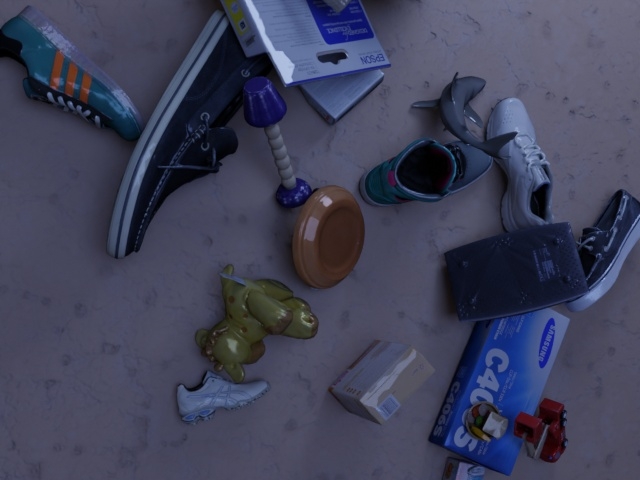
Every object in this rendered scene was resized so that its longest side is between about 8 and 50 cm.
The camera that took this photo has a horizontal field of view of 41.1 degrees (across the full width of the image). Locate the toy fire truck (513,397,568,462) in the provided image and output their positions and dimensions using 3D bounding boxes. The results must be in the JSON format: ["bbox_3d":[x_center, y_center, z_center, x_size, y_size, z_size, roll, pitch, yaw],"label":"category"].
[{"bbox_3d":[0.444,0.392,1.716,0.135,0.047,0.192,-42,134,-35],"label":"toy fire truck"}]

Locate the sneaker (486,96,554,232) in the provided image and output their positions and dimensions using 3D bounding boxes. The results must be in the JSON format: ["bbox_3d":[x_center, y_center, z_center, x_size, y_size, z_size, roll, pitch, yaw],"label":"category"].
[{"bbox_3d":[0.428,-0.154,1.762,0.111,0.129,0.297,-13,90,-16],"label":"sneaker"}]

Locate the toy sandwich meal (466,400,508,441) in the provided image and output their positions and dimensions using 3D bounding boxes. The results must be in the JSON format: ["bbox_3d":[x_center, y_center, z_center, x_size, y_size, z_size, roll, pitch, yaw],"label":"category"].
[{"bbox_3d":[0.325,0.356,1.672,0.086,0.029,0.085,1,87,-18],"label":"toy sandwich meal"}]

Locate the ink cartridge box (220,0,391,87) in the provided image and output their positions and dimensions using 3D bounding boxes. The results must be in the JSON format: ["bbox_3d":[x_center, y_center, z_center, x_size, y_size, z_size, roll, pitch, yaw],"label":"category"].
[{"bbox_3d":[-0.042,-0.429,1.585,0.304,0.072,0.307,-21,87,-44],"label":"ink cartridge box"}]

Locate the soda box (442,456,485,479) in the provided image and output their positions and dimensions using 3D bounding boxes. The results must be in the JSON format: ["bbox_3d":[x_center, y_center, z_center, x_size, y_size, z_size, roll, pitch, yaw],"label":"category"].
[{"bbox_3d":[0.271,0.533,1.709,0.063,0.058,0.183,17,83,-16],"label":"soda box"}]

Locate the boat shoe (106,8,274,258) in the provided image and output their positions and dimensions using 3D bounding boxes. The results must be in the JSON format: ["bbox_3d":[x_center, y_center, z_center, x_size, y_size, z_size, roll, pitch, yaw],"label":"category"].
[{"bbox_3d":[-0.229,-0.180,1.527,0.156,0.187,0.500,29,74,-8],"label":"boat shoe"}]

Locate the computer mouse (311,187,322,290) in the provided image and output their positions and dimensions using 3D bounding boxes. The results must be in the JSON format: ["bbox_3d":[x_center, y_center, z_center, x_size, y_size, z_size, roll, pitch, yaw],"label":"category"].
[{"bbox_3d":[0.000,0.000,1.651,0.106,0.042,0.192,20,83,-53],"label":"computer mouse"}]

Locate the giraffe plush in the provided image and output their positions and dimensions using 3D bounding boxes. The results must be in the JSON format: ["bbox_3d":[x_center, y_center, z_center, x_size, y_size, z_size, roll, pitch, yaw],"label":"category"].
[{"bbox_3d":[-0.134,0.163,1.559,0.210,0.181,0.170,24,101,-26],"label":"giraffe plush"}]

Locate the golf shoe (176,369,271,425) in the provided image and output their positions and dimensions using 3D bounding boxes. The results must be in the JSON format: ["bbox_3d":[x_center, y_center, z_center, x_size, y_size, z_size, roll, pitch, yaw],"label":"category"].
[{"bbox_3d":[-0.180,0.276,1.577,0.176,0.069,0.086,-16,86,-19],"label":"golf shoe"}]

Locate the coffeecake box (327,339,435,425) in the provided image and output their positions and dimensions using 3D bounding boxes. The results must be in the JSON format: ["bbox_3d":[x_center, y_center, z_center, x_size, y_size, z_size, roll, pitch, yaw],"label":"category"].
[{"bbox_3d":[0.110,0.262,1.606,0.142,0.185,0.068,-44,100,-15],"label":"coffeecake box"}]

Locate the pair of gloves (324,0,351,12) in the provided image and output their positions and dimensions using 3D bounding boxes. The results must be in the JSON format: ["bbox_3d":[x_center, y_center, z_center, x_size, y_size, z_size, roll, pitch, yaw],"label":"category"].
[{"bbox_3d":[0.019,-0.547,1.499,0.204,0.042,0.240,33,101,0],"label":"pair of gloves"}]

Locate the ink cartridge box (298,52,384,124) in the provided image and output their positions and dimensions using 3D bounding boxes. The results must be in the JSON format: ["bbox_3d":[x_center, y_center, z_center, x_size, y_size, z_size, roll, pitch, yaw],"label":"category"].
[{"bbox_3d":[0.014,-0.338,1.696,0.145,0.045,0.179,-43,82,-15],"label":"ink cartridge box"}]

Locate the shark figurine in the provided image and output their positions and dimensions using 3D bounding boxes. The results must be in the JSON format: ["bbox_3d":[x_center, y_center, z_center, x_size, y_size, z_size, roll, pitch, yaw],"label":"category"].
[{"bbox_3d":[0.279,-0.265,1.673,0.166,0.278,0.116,-1,131,-6],"label":"shark figurine"}]

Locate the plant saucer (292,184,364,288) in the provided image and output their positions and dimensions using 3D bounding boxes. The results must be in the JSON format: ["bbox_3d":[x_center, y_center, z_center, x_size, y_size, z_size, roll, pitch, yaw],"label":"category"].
[{"bbox_3d":[0.024,-0.004,1.614,0.200,0.037,0.199,-16,111,-48],"label":"plant saucer"}]

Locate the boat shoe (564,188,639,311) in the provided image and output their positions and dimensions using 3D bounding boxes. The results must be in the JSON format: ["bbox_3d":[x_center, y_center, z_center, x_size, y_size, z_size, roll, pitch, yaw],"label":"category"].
[{"bbox_3d":[0.591,0.016,1.817,0.102,0.108,0.301,43,73,-11],"label":"boat shoe"}]

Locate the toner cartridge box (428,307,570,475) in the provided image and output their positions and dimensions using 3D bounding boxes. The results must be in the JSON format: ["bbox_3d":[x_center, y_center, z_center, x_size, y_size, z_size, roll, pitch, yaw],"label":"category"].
[{"bbox_3d":[0.366,0.283,1.745,0.165,0.075,0.347,27,79,-16],"label":"toner cartridge box"}]

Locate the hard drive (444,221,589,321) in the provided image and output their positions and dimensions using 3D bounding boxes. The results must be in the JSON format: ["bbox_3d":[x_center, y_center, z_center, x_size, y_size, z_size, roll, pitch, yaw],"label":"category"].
[{"bbox_3d":[0.387,0.069,1.699,0.255,0.054,0.171,-15,63,12],"label":"hard drive"}]

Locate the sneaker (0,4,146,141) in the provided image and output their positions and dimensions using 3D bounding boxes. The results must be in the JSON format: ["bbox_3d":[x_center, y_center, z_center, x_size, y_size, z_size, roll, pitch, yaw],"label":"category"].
[{"bbox_3d":[-0.445,-0.267,1.505,0.302,0.108,0.121,43,76,-3],"label":"sneaker"}]

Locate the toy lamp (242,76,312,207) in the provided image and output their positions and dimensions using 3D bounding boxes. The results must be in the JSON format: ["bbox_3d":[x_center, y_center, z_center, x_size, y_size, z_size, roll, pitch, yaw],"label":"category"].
[{"bbox_3d":[-0.079,-0.174,1.543,0.080,0.080,0.274,-37,138,-16],"label":"toy lamp"}]

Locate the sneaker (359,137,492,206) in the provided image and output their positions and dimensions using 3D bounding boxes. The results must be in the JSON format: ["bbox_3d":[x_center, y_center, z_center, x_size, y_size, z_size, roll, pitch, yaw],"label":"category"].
[{"bbox_3d":[0.238,-0.145,1.673,0.296,0.178,0.123,-19,93,-18],"label":"sneaker"}]
